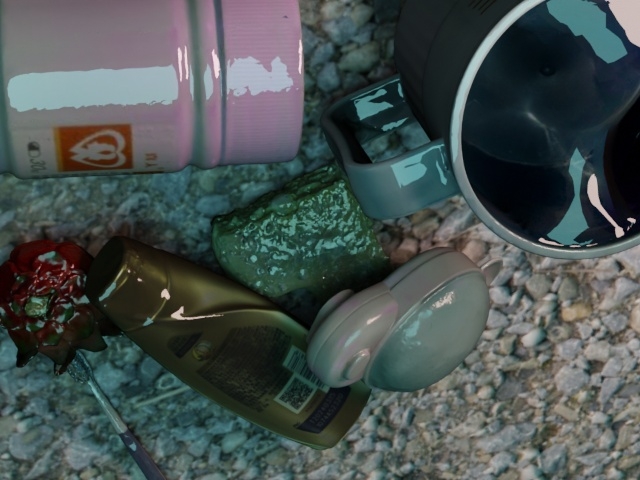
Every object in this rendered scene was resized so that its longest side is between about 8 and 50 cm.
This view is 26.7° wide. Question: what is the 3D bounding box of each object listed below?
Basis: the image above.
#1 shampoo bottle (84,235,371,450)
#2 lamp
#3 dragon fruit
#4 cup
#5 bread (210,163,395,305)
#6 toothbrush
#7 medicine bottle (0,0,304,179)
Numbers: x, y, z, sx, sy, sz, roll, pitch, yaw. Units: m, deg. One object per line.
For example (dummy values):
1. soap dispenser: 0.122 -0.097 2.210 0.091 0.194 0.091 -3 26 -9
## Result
1. shampoo bottle: -0.099 0.111 1.452 0.350 0.084 0.125 33 93 -32
2. lamp: 0.095 0.099 1.454 0.246 0.108 0.179 -14 139 -40
3. dragon fruit: -0.279 0.063 1.427 0.130 0.121 0.142 10 142 19
4. cup: 0.195 -0.132 1.321 0.257 0.311 0.331 35 103 -19
5. bread: 0.000 0.000 1.475 0.232 0.064 0.172 17 110 -17
6. toothbrush: -0.216 0.235 1.552 0.024 0.026 0.288 -27 114 5
7. medicine bottle: -0.184 -0.164 1.305 0.316 0.202 0.202 -3 112 -8
